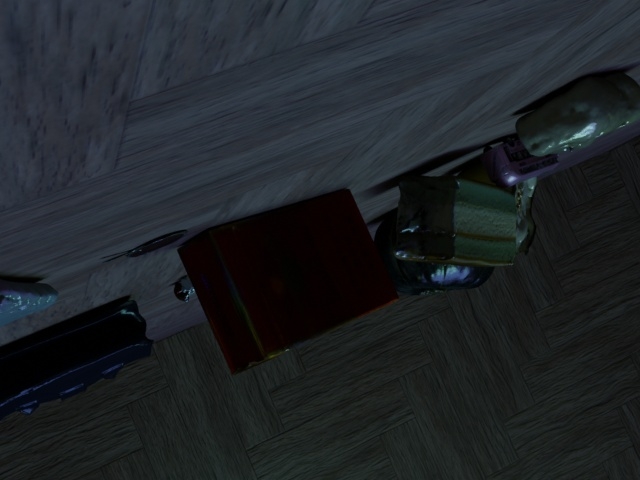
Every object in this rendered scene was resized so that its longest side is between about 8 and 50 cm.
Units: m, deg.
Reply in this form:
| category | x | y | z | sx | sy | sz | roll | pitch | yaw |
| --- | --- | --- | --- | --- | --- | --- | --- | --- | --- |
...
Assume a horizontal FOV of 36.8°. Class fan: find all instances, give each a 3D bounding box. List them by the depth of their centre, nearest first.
| category | x | y | z | sx | sy | sz | roll | pitch | yaw |
| --- | --- | --- | --- | --- | --- | --- | --- | --- | --- |
| fan | -0.224 | 0.011 | 1.215 | 0.085 | 0.005 | 0.133 | -27 | 176 | 41 |

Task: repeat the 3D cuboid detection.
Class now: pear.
| category | x | y | z | sx | sy | sz | roll | pitch | yaw |
| --- | --- | --- | --- | --- | --- | --- | --- | --- | --- |
| pear | 0.355 | -0.094 | 2.028 | 0.178 | 0.267 | 0.267 | 8 | -171 | 22 |

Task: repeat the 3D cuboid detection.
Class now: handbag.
| category | x | y | z | sx | sy | sz | roll | pitch | yaw |
| --- | --- | --- | --- | --- | --- | --- | --- | --- | --- |
| handbag | -0.469 | 0.222 | 1.739 | 0.325 | 0.118 | 0.269 | -22 | 168 | -16 |

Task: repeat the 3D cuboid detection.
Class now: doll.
| category | x | y | z | sx | sy | sz | roll | pitch | yaw |
| --- | --- | --- | --- | --- | --- | --- | --- | --- | --- |
| doll | -0.250 | 0.089 | 1.797 | 0.058 | 0.040 | 0.085 | -37 | 179 | 4 |

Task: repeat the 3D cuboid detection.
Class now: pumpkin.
| category | x | y | z | sx | sy | sz | roll | pitch | yaw |
| --- | --- | --- | --- | --- | --- | --- | --- | --- | --- |
| pumpkin | 0.288 | 0.015 | 2.408 | 0.323 | 0.242 | 0.323 | -8 | 174 | -1 |

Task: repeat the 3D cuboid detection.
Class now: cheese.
| category | x | y | z | sx | sy | sz | roll | pitch | yaw |
| --- | --- | --- | --- | --- | --- | --- | --- | --- | --- |
| cheese | 0.431 | -0.202 | 1.563 | 0.159 | 0.093 | 0.263 | -26 | 176 | 39 |

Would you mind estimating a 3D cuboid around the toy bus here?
| category | x | y | z | sx | sy | sz | roll | pitch | yaw |
| --- | --- | --- | --- | --- | --- | --- | --- | --- | --- |
| toy bus | 0.383 | -0.158 | 1.844 | 0.063 | 0.090 | 0.203 | -29 | 174 | 42 |

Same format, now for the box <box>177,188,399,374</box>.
| category | x | y | z | sx | sy | sz | roll | pitch | yaw |
| --- | --- | --- | --- | --- | --- | --- | --- | --- | --- |
| box | -0.040 | 0.053 | 1.429 | 0.089 | 0.198 | 0.313 | -28 | 174 | 42 |

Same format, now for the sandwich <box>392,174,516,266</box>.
| category | x | y | z | sx | sy | sz | roll | pitch | yaw |
| --- | --- | --- | --- | --- | --- | --- | --- | --- | --- |
| sandwich | 0.247 | -0.031 | 1.722 | 0.227 | 0.155 | 0.198 | 3 | 178 | 5 |

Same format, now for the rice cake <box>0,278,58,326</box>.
| category | x | y | z | sx | sy | sz | roll | pitch | yaw |
| --- | --- | --- | --- | --- | --- | --- | --- | --- | --- |
| rice cake | -0.403 | 0.093 | 1.041 | 0.198 | 0.037 | 0.189 | -24 | 176 | 0 |
